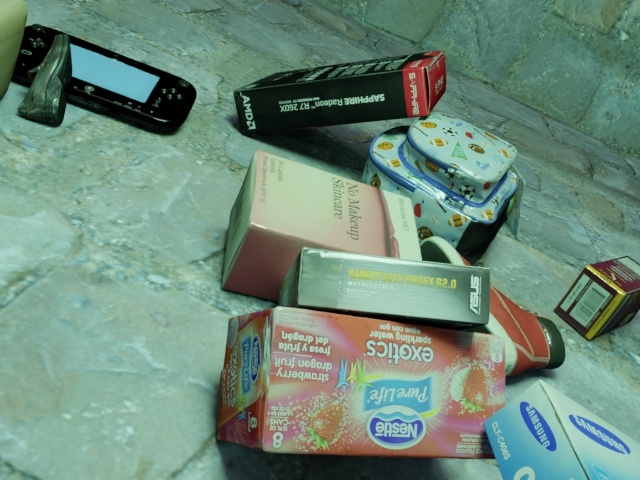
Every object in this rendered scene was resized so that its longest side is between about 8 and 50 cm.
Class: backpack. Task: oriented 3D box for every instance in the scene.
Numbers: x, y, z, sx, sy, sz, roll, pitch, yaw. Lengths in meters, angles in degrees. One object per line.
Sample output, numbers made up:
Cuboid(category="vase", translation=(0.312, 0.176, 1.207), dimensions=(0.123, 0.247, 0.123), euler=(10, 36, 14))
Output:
Cuboid(category="backpack", translation=(0.202, -0.102, 1.115), dimensions=(0.263, 0.213, 0.276), euler=(24, 30, 20))

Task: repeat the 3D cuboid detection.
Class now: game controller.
Cuboid(category="game controller", translation=(-0.378, -0.282, 1.088), dimensions=(0.318, 0.067, 0.167), euler=(19, 30, -10))

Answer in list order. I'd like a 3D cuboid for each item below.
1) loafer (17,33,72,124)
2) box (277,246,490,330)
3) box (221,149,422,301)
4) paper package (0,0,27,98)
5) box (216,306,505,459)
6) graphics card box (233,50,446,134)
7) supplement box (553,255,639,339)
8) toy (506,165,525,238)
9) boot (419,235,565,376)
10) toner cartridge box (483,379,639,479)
Cuboid(category="loafer", translation=(-0.424, -0.258, 0.975), dimensions=(0.061, 0.062, 0.170), euler=(4, 57, -11))
Cuboid(category="box", translation=(0.053, 0.066, 0.680), dimensions=(0.182, 0.231, 0.056), euler=(7, 76, -7))
Cuboid(category="box", translation=(0.000, 0.000, 0.833), dimensions=(0.232, 0.127, 0.149), euler=(15, 43, -17))
Cuboid(category="paper package", translation=(-0.574, -0.244, 0.774), dimensions=(0.309, 0.168, 0.325), euler=(17, 29, -15))
Cuboid(category="box", translation=(0.042, 0.143, 0.612), dimensions=(0.256, 0.128, 0.123), euler=(11, 74, -25))
Cuboid(category="graphics card box", translation=(0.046, -0.289, 1.219), dimensions=(0.370, 0.094, 0.233), euler=(-1, 23, 19))
Cuboid(category="supplement box", translation=(0.513, 0.097, 1.115), dimensions=(0.188, 0.104, 0.081), euler=(-6, 41, -44))
Cuboid(category="toy", translation=(0.371, -0.121, 1.359), dimensions=(0.056, 0.137, 0.237), euler=(-5, 35, 0))
Cuboid(category="boot", translation=(0.255, 0.095, 0.946), dimensions=(0.176, 0.088, 0.244), euler=(2, 45, -36))
Cuboid(category="toner cartridge box", translation=(0.311, 0.276, 0.574), dimensions=(0.347, 0.075, 0.165), euler=(33, 24, -24))
